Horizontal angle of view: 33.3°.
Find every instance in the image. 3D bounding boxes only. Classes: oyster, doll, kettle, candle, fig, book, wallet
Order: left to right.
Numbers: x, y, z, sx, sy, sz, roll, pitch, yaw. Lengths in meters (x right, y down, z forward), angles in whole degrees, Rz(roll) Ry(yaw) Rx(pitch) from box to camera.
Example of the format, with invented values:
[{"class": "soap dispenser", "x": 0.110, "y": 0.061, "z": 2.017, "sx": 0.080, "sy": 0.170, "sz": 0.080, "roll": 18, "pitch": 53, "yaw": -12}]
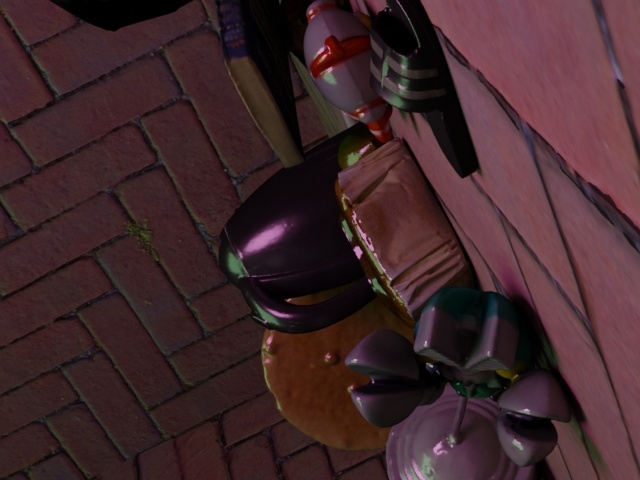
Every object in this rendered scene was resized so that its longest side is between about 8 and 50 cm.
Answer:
[{"class": "book", "x": -0.090, "y": -0.331, "z": 1.268, "sx": 0.300, "sy": 0.039, "sz": 0.427, "roll": 61, "pitch": -161, "yaw": -69}, {"class": "kettle", "x": 0.000, "y": 0.000, "z": 1.516, "sx": 0.268, "sy": 0.290, "sz": 0.207, "roll": 63, "pitch": 179, "yaw": 41}, {"class": "oyster", "x": 0.001, "y": -0.242, "z": 1.256, "sx": 0.128, "sy": 0.079, "sz": 0.345, "roll": 55, "pitch": 177, "yaw": 11}, {"class": "wallet", "x": 0.050, "y": -0.204, "z": 1.764, "sx": 0.122, "sy": 0.025, "sz": 0.061, "roll": 61, "pitch": -171, "yaw": -66}, {"class": "doll", "x": 0.030, "y": -0.165, "z": 1.026, "sx": 0.142, "sy": 0.076, "sz": 0.245, "roll": 63, "pitch": -175, "yaw": 5}, {"class": "fig", "x": 0.062, "y": -0.114, "z": 1.377, "sx": 0.074, "sy": 0.074, "sz": 0.088, "roll": 64, "pitch": 163, "yaw": 3}, {"class": "candle", "x": 0.208, "y": 0.338, "z": 1.556, "sx": 0.221, "sy": 0.221, "sz": 0.342, "roll": 64, "pitch": -179, "yaw": 31}, {"class": "doll", "x": 0.152, "y": 0.130, "z": 0.991, "sx": 0.258, "sy": 0.195, "sz": 0.153, "roll": 24, "pitch": -111, "yaw": -47}]

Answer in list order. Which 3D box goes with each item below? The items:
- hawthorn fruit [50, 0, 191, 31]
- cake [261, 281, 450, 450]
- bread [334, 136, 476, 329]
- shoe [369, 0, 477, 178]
[{"class": "hawthorn fruit", "x": -0.191, "y": -0.350, "z": 0.994, "sx": 0.315, "sy": 0.316, "sz": 0.316, "roll": 64, "pitch": -179, "yaw": -2}, {"class": "cake", "x": 0.067, "y": 0.145, "z": 1.781, "sx": 0.332, "sy": 0.332, "sz": 0.321, "roll": 63, "pitch": -171, "yaw": -12}, {"class": "bread", "x": 0.096, "y": 0.003, "z": 1.275, "sx": 0.209, "sy": 0.110, "sz": 0.192, "roll": 64, "pitch": -178, "yaw": 15}, {"class": "shoe", "x": 0.066, "y": -0.109, "z": 0.779, "sx": 0.179, "sy": 0.049, "sz": 0.071, "roll": 63, "pitch": 180, "yaw": -40}]
